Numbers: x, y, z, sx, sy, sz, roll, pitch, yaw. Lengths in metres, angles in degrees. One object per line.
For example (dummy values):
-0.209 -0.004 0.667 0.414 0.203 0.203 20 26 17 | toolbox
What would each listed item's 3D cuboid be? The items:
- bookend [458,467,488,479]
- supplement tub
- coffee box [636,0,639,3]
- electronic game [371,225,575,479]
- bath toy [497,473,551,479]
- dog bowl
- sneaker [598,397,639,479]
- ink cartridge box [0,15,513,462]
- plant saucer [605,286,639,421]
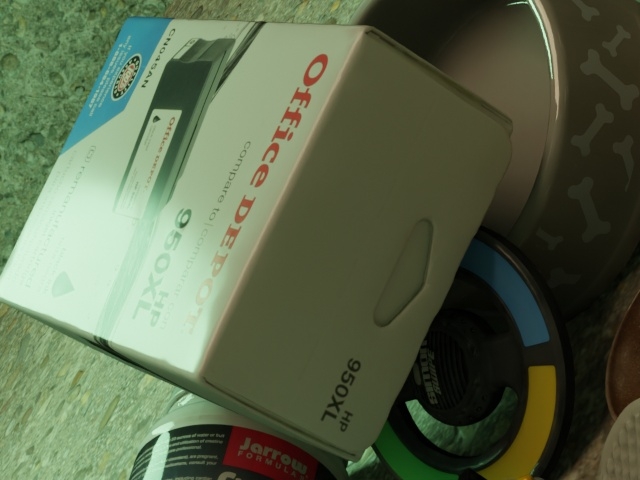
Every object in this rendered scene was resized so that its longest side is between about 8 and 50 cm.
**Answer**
0.080 0.274 1.202 0.157 0.072 0.156 -44 22 30 | bookend
-0.080 0.257 1.418 0.191 0.191 0.272 -37 27 41 | supplement tub
0.310 -0.292 1.529 0.141 0.098 0.246 -60 20 -13 | coffee box
0.103 0.098 1.299 0.229 0.048 0.229 8 101 47 | electronic game
0.148 0.245 0.961 0.151 0.129 0.348 -51 26 14 | bath toy
0.124 -0.090 1.405 0.348 0.102 0.349 -11 76 51 | dog bowl
0.269 0.113 0.971 0.321 0.127 0.126 115 142 -58 | sneaker
-0.068 -0.020 1.353 0.395 0.166 0.285 13 76 57 | ink cartridge box
0.276 0.059 1.146 0.198 0.036 0.198 -46 22 24 | plant saucer
